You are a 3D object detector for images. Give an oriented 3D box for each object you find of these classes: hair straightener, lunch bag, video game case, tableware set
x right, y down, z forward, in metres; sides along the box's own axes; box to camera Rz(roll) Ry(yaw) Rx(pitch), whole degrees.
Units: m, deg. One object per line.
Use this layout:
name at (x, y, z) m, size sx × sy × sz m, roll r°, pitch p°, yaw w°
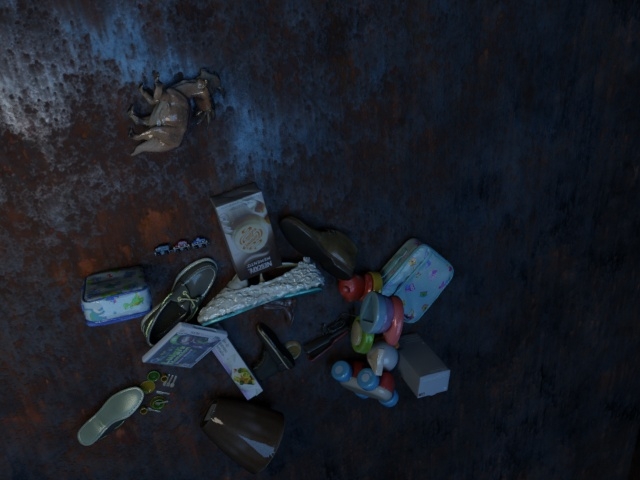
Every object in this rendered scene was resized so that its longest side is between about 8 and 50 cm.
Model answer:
hair straightener at (0.039, 0.325, 1.821) m, size 0.230 × 0.047 × 0.089 m, roll -31°, pitch 121°, yaw -9°
lunch bag at (0.312, 0.144, 1.827) m, size 0.224 × 0.108 × 0.279 m, roll 37°, pitch 94°, yaw -31°
video game case at (-0.398, 0.313, 1.543) m, size 0.190 × 0.022 × 0.173 m, roll -41°, pitch 141°, yaw 23°
lunch bag at (-0.543, 0.143, 1.390) m, size 0.176 × 0.219 × 0.090 m, roll -11°, pitch 109°, yaw -20°
tableware set at (-0.526, 0.484, 1.657) m, size 0.104 × 0.024 × 0.154 m, roll 22°, pitch 102°, yaw -29°

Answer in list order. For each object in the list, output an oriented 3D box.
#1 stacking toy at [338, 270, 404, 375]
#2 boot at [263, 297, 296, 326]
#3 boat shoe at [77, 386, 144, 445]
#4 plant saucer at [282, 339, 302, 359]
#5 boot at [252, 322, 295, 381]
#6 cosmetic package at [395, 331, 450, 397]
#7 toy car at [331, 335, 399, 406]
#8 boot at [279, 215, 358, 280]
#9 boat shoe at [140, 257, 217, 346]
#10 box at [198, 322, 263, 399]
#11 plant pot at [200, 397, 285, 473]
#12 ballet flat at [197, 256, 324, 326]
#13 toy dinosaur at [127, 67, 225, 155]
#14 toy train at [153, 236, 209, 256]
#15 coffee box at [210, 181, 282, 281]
stacking toy at (0.130, 0.256, 1.684) m, size 0.130 × 0.309 × 0.280 m, roll 10°, pitch 104°, yaw -19°
boot at (-0.142, 0.229, 1.707) m, size 0.114 × 0.037 × 0.106 m, roll 6°, pitch 96°, yaw -29°
boat shoe at (-0.636, 0.532, 1.607) m, size 0.227 × 0.069 × 0.081 m, roll -39°, pitch 81°, yaw -9°
plant saucer at (-0.100, 0.385, 1.805) m, size 0.083 × 0.015 × 0.083 m, roll -9°, pitch 115°, yaw -20°
boot at (-0.191, 0.381, 1.738) m, size 0.137 × 0.077 × 0.198 m, roll -30°, pitch 110°, yaw 8°
cosmetic package at (0.352, 0.449, 1.899) m, size 0.127 × 0.238 × 0.107 m, roll -10°, pitch 115°, yaw -20°
toy car at (0.193, 0.441, 1.890) m, size 0.219 × 0.210 × 0.238 m, roll 48°, pitch 59°, yaw -44°
boot at (0.000, 0.000, 1.656) m, size 0.305 × 0.112 × 0.115 m, roll 39°, pitch 63°, yaw -27°
boat shoe at (-0.408, 0.185, 1.540) m, size 0.305 × 0.091 × 0.109 m, roll -48°, pitch 122°, yaw 2°
box at (-0.287, 0.384, 1.694) m, size 0.063 × 0.067 × 0.324 m, roll -31°, pitch 119°, yaw -8°
plant pot at (-0.273, 0.622, 1.739) m, size 0.230 × 0.215 × 0.215 m, roll 35°, pitch 95°, yaw -17°
ballet flat at (-0.189, 0.149, 1.613) m, size 0.408 × 0.147 × 0.147 m, roll -15°, pitch 117°, yaw -19°
toy dinosaur at (-0.370, -0.310, 1.334) m, size 0.200 × 0.127 × 0.296 m, roll 21°, pitch 108°, yaw -36°
toy train at (-0.401, 0.015, 1.511) m, size 0.158 × 0.027 × 0.036 m, roll -11°, pitch 105°, yaw -18°
coffee box at (-0.214, -0.025, 1.531) m, size 0.141 × 0.098 × 0.247 m, roll -22°, pitch 118°, yaw -14°
